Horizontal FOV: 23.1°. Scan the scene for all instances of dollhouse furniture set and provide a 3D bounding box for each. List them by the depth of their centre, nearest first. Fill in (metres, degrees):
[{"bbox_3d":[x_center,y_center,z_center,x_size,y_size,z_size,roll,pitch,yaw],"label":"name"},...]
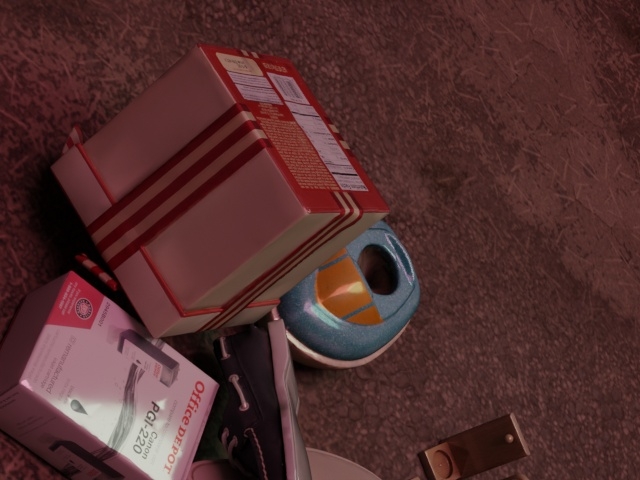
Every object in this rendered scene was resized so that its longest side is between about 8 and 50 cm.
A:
[{"bbox_3d":[0.180,0.315,1.936,0.151,0.123,0.144,-14,79,-50],"label":"dollhouse furniture set"}]

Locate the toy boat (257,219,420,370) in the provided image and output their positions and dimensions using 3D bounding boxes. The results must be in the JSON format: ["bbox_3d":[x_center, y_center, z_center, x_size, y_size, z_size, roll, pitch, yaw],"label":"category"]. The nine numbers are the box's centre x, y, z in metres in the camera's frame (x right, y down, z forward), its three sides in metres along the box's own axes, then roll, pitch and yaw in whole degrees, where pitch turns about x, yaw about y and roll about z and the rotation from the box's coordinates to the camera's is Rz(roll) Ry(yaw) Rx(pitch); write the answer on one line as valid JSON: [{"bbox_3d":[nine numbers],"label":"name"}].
[{"bbox_3d":[0.000,0.000,1.905,0.267,0.148,0.318,-33,94,-50],"label":"toy boat"}]

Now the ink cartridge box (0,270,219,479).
[{"bbox_3d":[-0.226,0.161,1.616,0.218,0.092,0.158,42,44,-25],"label":"ink cartridge box"}]

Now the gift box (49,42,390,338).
[{"bbox_3d":[-0.121,-0.059,1.706,0.276,0.258,0.255,58,22,18],"label":"gift box"}]

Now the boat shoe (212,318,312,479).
[{"bbox_3d":[-0.064,0.203,1.676,0.302,0.091,0.114,-100,178,-59],"label":"boat shoe"}]

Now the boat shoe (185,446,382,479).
[{"bbox_3d":[-0.051,0.300,1.741,0.335,0.095,0.112,10,34,-48],"label":"boat shoe"}]
